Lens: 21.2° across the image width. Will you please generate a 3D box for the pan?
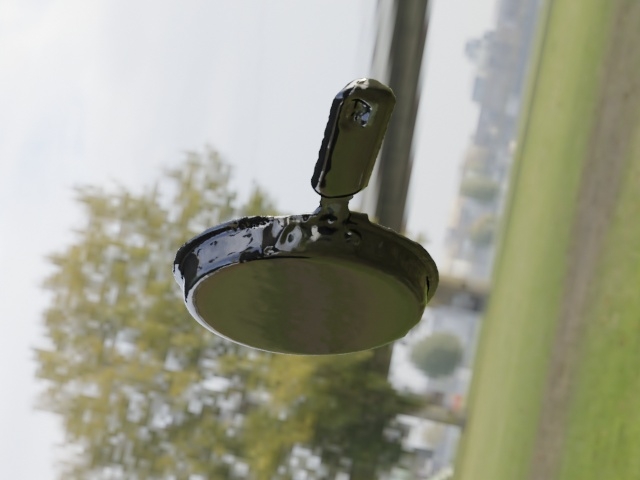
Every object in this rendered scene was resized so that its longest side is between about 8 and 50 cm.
[{"bbox_3d":[0.000,0.000,0.828,0.235,0.136,0.028,107,167,-58],"label":"pan"}]
